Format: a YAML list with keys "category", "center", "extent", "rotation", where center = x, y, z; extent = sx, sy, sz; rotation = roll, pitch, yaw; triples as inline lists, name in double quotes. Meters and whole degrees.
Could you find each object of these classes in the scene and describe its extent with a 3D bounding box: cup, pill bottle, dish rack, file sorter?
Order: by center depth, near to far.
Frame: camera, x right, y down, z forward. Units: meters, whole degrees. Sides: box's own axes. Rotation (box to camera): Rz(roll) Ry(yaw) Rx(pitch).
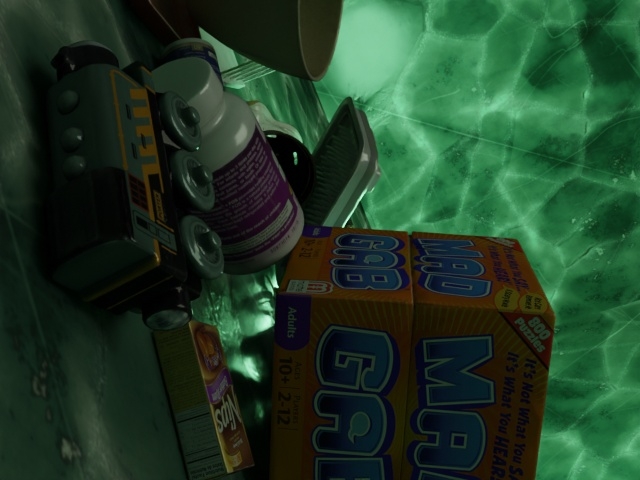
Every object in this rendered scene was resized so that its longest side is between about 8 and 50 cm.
- category: "pill bottle"
  center: [-0.148, -0.104, 1.239]
  extent: [0.169, 0.169, 0.301]
  rotation: [-99, 167, -46]
- category: "pill bottle"
  center: [-0.202, -0.236, 1.418]
  extent: [0.094, 0.094, 0.169]
  rotation: [49, 23, -66]
- category: "cup"
  center: [-0.105, -0.461, 1.562]
  extent: [0.331, 0.237, 0.331]
  rotation: [7, 90, -77]
- category: "dish rack"
  center: [0.015, -0.085, 1.658]
  extent: [0.072, 0.333, 0.285]
  rotation: [22, 27, -17]
- category: "file sorter"
  center: [-0.160, -0.447, 1.837]
  extent: [0.278, 0.173, 0.193]
  rotation: [-45, 115, -79]

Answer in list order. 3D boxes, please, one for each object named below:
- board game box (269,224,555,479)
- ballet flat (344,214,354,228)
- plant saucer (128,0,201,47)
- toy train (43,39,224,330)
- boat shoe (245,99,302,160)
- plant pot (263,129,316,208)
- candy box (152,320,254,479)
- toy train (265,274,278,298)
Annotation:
- category: "board game box"
  center: [0.123, 0.201, 1.302]
  extent: [0.356, 0.356, 0.356]
  rotation: [-74, 168, -74]
- category: "ballet flat"
  center: [0.000, 0.000, 1.889]
  extent: [0.182, 0.164, 0.483]
  rotation: [21, 22, -22]
- category: "plant saucer"
  center: [-0.284, -0.443, 1.504]
  extent: [0.259, 0.047, 0.258]
  rotation: [48, 24, -69]
- category: "toy train"
  center: [-0.211, -0.067, 0.946]
  extent: [0.190, 0.142, 0.334]
  rotation: [39, 32, -55]
- category: "boat shoe"
  center: [-0.112, -0.210, 1.903]
  extent: [0.277, 0.098, 0.096]
  rotation: [28, 43, -63]
- category: "plant pot"
  center: [-0.095, -0.143, 1.695]
  extent: [0.165, 0.167, 0.167]
  rotation: [-104, 173, -73]
- category: "candy box"
  center: [-0.141, 0.194, 1.059]
  extent: [0.109, 0.053, 0.187]
  rotation: [37, 37, -75]
- category: "toy train"
  center: [0.005, 0.157, 1.676]
  extent: [0.105, 0.143, 0.248]
  rotation: [-80, 150, -72]
